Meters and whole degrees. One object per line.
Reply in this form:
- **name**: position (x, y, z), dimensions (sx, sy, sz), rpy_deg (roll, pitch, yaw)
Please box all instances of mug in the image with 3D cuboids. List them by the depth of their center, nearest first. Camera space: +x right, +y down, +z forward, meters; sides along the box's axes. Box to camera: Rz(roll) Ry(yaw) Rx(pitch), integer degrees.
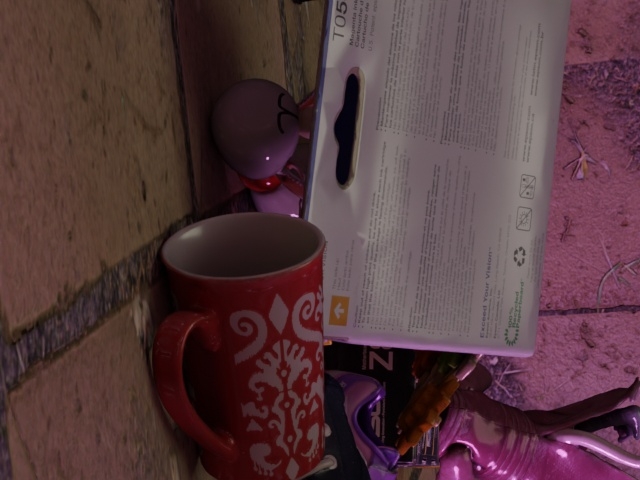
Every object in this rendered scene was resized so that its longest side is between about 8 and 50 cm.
- **mug**: position (-0.064, 0.083, 1.352), dimensions (0.113, 0.150, 0.169), rpy_deg (33, -46, 53)

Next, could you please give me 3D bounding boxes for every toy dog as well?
- **toy dog**: position (0.017, -0.046, 1.651), dimensions (0.333, 0.161, 0.220), rpy_deg (-28, 113, -80)

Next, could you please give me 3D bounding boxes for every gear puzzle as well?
- **gear puzzle**: position (0.120, 0.097, 1.854), dimensions (0.175, 0.044, 0.339), rpy_deg (-50, -174, 35)

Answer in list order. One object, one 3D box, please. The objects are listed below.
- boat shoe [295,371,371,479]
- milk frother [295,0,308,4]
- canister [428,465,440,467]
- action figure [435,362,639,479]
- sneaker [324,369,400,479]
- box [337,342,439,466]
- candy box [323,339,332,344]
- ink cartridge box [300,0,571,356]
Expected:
- **boat shoe**: position (-0.022, 0.213, 1.462), dimensions (0.340, 0.127, 0.158), rpy_deg (-91, 168, -77)
- **milk frother**: position (0.031, -0.328, 1.985), dimensions (0.143, 0.134, 0.129), rpy_deg (72, 15, -54)
- **canister**: position (0.135, 0.205, 2.559), dimensions (0.126, 0.073, 0.170), rpy_deg (68, 21, -62)
- **action figure**: position (0.227, 0.261, 2.344), dimensions (0.275, 0.370, 0.248), rpy_deg (-33, -133, 50)
- **sneaker**: position (0.020, 0.220, 1.716), dimensions (0.095, 0.104, 0.236), rpy_deg (42, 45, -79)
- **box**: position (0.084, 0.052, 2.126), dimensions (0.318, 0.097, 0.395), rpy_deg (33, 58, -79)
- **candy box**: position (0.000, 0.000, 1.955), dimensions (0.206, 0.027, 0.105), rpy_deg (-84, 168, -49)
- **ink cartridge box**: position (0.076, -0.076, 1.551), dimensions (0.330, 0.071, 0.324), rpy_deg (9, 88, -49)
